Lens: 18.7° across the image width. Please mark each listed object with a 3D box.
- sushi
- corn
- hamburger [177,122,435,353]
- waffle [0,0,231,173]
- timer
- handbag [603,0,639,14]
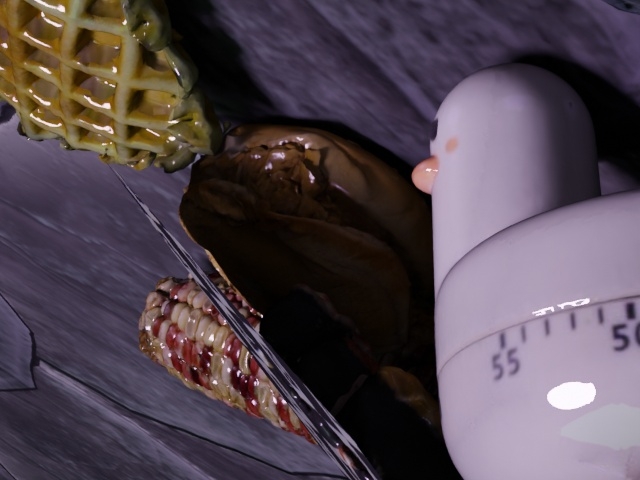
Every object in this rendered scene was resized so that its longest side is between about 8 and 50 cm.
[{"bbox_3d":[0.021,0.084,0.986,0.264,0.050,0.290,56,172,-37],"label":"sushi"},{"bbox_3d":[0.005,0.082,1.210,0.290,0.098,0.098,15,154,38],"label":"corn"},{"bbox_3d":[0.000,0.000,1.061,0.138,0.083,0.147,11,150,48],"label":"hamburger"},{"bbox_3d":[-0.149,-0.117,1.033,0.214,0.054,0.208,10,147,47],"label":"waffle"},{"bbox_3d":[0.159,0.032,0.831,0.233,0.240,0.233,-2,160,-1],"label":"timer"},{"bbox_3d":[0.194,-0.095,0.542,0.270,0.088,0.175,22,159,-36],"label":"handbag"}]
